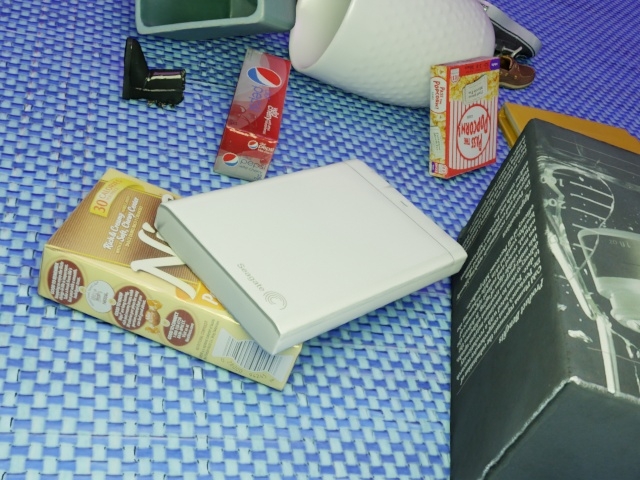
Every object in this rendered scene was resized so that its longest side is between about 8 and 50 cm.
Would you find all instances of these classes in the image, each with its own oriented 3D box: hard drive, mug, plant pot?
[{"bbox_3d":[0.000,0.000,1.011,0.353,0.047,0.233,-19,53,-43],"label":"hard drive"},{"bbox_3d":[0.132,-0.409,1.517,0.328,0.276,0.374,16,16,-25],"label":"mug"},{"bbox_3d":[-0.158,-0.481,1.421,0.247,0.248,0.252,1,3,23],"label":"plant pot"}]

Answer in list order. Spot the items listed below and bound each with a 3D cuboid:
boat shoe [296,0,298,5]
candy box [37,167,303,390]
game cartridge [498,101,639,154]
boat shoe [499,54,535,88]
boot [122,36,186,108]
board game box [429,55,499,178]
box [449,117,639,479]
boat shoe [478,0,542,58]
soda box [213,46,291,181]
[{"bbox_3d":[-0.172,-0.524,1.617,0.285,0.103,0.092,13,83,5],"label":"boat shoe"},{"bbox_3d":[-0.160,0.042,0.982,0.316,0.088,0.183,23,36,-2],"label":"candy box"},{"bbox_3d":[0.534,-0.150,1.568,0.323,0.053,0.285,10,41,-19],"label":"game cartridge"},{"bbox_3d":[0.415,-0.377,1.753,0.178,0.060,0.064,-7,47,-31],"label":"boat shoe"},{"bbox_3d":[-0.266,-0.268,1.267,0.099,0.121,0.045,3,45,-14],"label":"boot"},{"bbox_3d":[0.255,-0.220,1.399,0.146,0.194,0.045,-20,26,-39],"label":"board game box"},{"bbox_3d":[0.428,0.149,0.986,0.479,0.297,0.472,18,41,-6],"label":"box"},{"bbox_3d":[0.406,-0.452,1.800,0.113,0.105,0.306,33,14,30],"label":"boat shoe"},{"bbox_3d":[-0.107,-0.210,1.292,0.083,0.092,0.263,16,39,-10],"label":"soda box"}]
